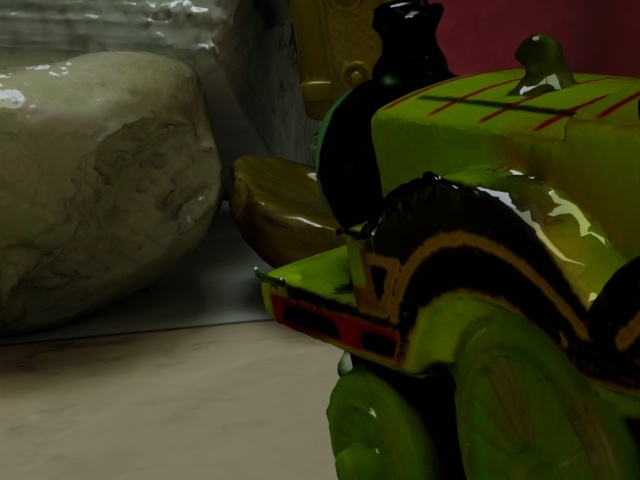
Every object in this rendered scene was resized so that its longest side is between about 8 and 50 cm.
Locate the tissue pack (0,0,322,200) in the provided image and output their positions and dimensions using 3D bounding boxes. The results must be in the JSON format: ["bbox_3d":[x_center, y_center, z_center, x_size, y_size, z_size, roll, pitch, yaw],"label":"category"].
[{"bbox_3d":[-0.185,-0.147,1.031,0.356,0.194,0.266,5,-15,12],"label":"tissue pack"}]

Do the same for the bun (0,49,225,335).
[{"bbox_3d":[-0.145,-0.013,0.822,0.210,0.116,0.237,-14,-2,-18],"label":"bun"}]

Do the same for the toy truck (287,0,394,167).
[{"bbox_3d":[0.030,-0.107,0.910,0.098,0.227,0.114,-3,19,18],"label":"toy truck"}]

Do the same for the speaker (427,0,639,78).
[{"bbox_3d":[0.198,-0.113,0.779,0.294,0.294,0.294,-7,11,1],"label":"speaker"}]

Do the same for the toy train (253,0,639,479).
[{"bbox_3d":[0.081,0.019,0.412,0.100,0.160,0.296,-17,13,-26],"label":"toy train"}]

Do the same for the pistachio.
[{"bbox_3d":[0.000,0.000,0.818,0.089,0.049,0.173,12,12,-12],"label":"pistachio"}]
